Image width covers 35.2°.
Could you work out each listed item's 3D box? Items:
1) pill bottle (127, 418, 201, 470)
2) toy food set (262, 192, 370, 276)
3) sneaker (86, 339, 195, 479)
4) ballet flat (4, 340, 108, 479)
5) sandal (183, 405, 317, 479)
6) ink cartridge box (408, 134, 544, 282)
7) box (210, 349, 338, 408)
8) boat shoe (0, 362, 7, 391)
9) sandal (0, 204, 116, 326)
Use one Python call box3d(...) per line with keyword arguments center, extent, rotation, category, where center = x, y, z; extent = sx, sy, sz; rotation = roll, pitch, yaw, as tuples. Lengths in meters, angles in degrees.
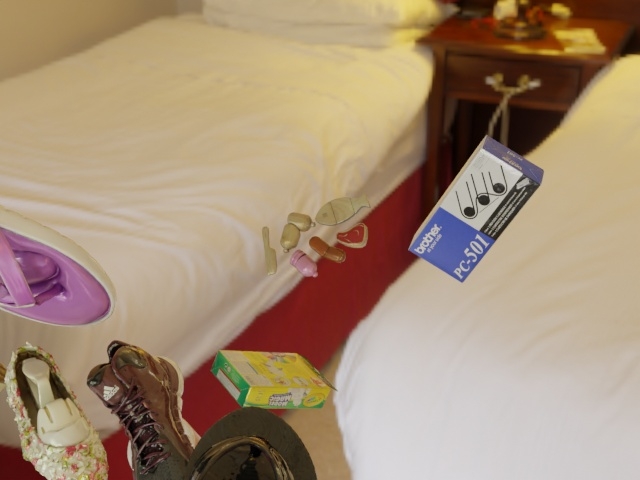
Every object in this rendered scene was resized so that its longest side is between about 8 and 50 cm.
box3d(center=(-0.248, 0.399, 1.788), extent=(0.121, 0.216, 0.121), rotation=(-7, 58, 12), category="pill bottle")
box3d(center=(0.000, 0.000, 1.077), extent=(0.122, 0.078, 0.019), rotation=(-14, -22, 14), category="toy food set")
box3d(center=(-0.261, 0.255, 1.400), extent=(0.106, 0.162, 0.281), rotation=(-34, 44, 13), category="sneaker")
box3d(center=(-0.326, 0.207, 1.209), extent=(0.091, 0.077, 0.241), rotation=(-18, 38, -30), category="ballet flat")
box3d(center=(-0.099, 0.328, 1.130), extent=(0.168, 0.107, 0.445), rotation=(23, 33, 2), category="sandal")
box3d(center=(0.220, -0.041, 1.443), extent=(0.097, 0.207, 0.046), rotation=(31, 36, -1), category="ink cartridge box")
box3d(center=(-0.066, 0.212, 1.542), extent=(0.179, 0.043, 0.105), rotation=(6, 24, -39), category="box")
box3d(center=(-0.610, 0.211, 1.529), extent=(0.285, 0.089, 0.104), rotation=(21, 17, -44), category="boat shoe")
box3d(center=(-0.437, 0.020, 1.222), extent=(0.169, 0.416, 0.102), rotation=(-29, 39, 32), category="sandal")
